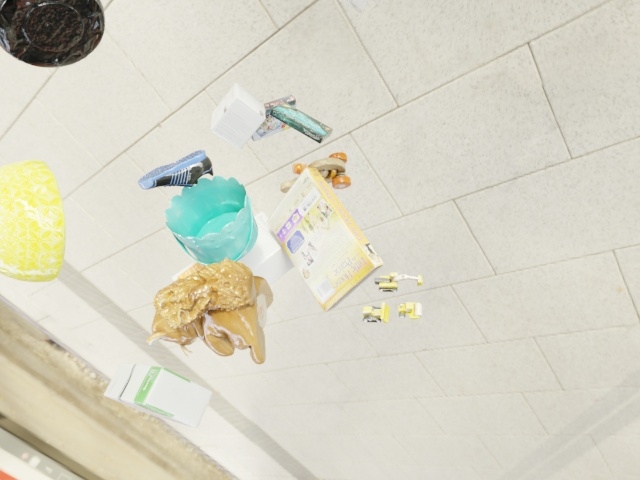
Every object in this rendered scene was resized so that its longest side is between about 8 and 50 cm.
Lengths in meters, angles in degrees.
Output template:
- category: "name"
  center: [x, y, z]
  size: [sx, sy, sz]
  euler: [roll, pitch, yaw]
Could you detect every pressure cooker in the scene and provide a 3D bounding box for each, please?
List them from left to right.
- category: "pressure cooker"
  center: [-0.987, -0.860, 1.456]
  size: [0.420, 0.375, 0.370]
  euler: [54, 163, 11]

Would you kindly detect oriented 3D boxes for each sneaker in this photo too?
- category: "sneaker"
  center: [-0.452, -0.201, 1.357]
  size: [0.232, 0.081, 0.090]
  euler: [-26, 124, -10]

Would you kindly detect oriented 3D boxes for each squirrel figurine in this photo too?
- category: "squirrel figurine"
  center: [-0.375, 0.213, 1.358]
  size: [0.370, 0.281, 0.397]
  euler: [-4, 142, 7]

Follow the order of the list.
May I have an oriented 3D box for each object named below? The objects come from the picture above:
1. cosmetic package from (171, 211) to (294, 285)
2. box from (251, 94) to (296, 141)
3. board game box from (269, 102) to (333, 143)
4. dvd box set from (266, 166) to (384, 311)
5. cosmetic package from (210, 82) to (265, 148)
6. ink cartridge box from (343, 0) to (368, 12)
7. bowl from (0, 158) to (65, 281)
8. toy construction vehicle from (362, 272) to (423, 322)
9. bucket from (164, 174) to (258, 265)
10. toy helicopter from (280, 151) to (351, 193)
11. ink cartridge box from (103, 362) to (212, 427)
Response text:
- category: "cosmetic package"
  center: [-0.334, 0.116, 1.729]
  size: [0.230, 0.453, 0.161]
  euler: [42, 164, 35]
- category: "box"
  center: [-0.225, -0.573, 2.007]
  size: [0.044, 0.233, 0.159]
  euler: [52, 156, 28]
- category: "board game box"
  center: [-0.058, -0.380, 1.376]
  size: [0.186, 0.126, 0.026]
  euler: [30, 121, 2]
- category: "dvd box set"
  center: [0.000, 0.000, 1.503]
  size: [0.420, 0.062, 0.308]
  euler: [55, 131, 17]
- category: "cosmetic package"
  center: [-0.343, -0.518, 1.785]
  size: [0.151, 0.151, 0.183]
  euler: [29, 121, -33]
- category: "ink cartridge box"
  center: [0.029, -0.785, 1.115]
  size: [0.306, 0.131, 0.226]
  euler: [38, 114, 12]
- category: "bowl"
  center: [-0.707, -0.039, 0.959]
  size: [0.289, 0.156, 0.290]
  euler: [6, 99, 41]
- category: "toy construction vehicle"
  center: [0.120, 0.094, 0.715]
  size: [0.098, 0.086, 0.035]
  euler: [-1, 143, 20]
- category: "bucket"
  center: [-0.346, -0.059, 1.415]
  size: [0.281, 0.281, 0.183]
  euler: [5, 145, 19]
- category: "toy helicopter"
  center: [-0.056, -0.273, 1.844]
  size: [0.355, 0.140, 0.235]
  euler: [-18, 164, 40]
- category: "ink cartridge box"
  center: [-0.380, 0.357, 0.999]
  size: [0.208, 0.087, 0.153]
  euler: [-10, 139, 40]
